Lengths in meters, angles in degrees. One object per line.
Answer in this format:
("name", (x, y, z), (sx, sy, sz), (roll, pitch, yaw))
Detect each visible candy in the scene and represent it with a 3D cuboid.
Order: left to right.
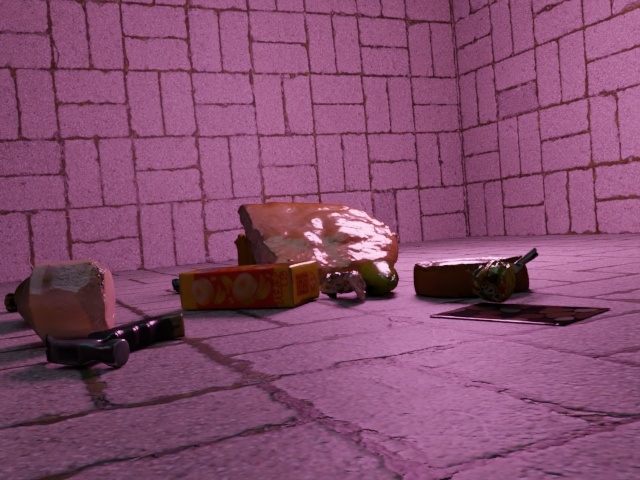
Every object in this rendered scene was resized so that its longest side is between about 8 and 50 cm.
("candy", (-0.154, 0.099, 1.440), (0.275, 0.088, 0.146), (-5, 3, 24))
("candy", (0.357, 0.051, 1.234), (0.077, 0.073, 0.262), (-8, 8, 38))

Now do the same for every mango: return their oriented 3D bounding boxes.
("mango", (0.132, 0.081, 1.462), (0.091, 0.074, 0.165), (-3, 2, -10))

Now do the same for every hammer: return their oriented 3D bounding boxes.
("hammer", (-0.296, 0.147, 0.985), (0.158, 0.041, 0.226), (-2, 3, 24))

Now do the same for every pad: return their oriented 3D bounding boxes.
("pad", (0.312, 0.114, 1.049), (0.158, 0.003, 0.234), (-6, 3, -43))

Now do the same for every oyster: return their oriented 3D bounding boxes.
("oyster", (0.055, 0.083, 1.432), (0.106, 0.061, 0.199), (-32, 14, -33))

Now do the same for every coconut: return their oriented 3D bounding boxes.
("coconut", (-0.439, 0.105, 1.137), (0.152, 0.147, 0.147), (-2, 1, -6))

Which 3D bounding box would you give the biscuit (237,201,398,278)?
("biscuit", (0.000, -0.001, 1.828), (0.445, 0.104, 0.429), (0, 26, -9))

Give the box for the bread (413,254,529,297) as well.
("bread", (0.310, 0.072, 1.373), (0.235, 0.070, 0.236), (-4, 0, 0))

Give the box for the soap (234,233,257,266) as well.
("soap", (-0.094, 0.041, 2.087), (0.334, 0.156, 0.293), (-6, 0, -20))

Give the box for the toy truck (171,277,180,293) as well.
("toy truck", (-0.376, 0.125, 1.861), (0.083, 0.044, 0.039), (-5, 5, -22))

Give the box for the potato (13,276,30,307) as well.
("potato", (-0.592, 0.123, 1.459), (0.149, 0.113, 0.251), (3, 8, -17))

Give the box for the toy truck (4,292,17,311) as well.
("toy truck", (-0.778, 0.159, 1.725), (0.083, 0.049, 0.054), (-4, 0, -8))
